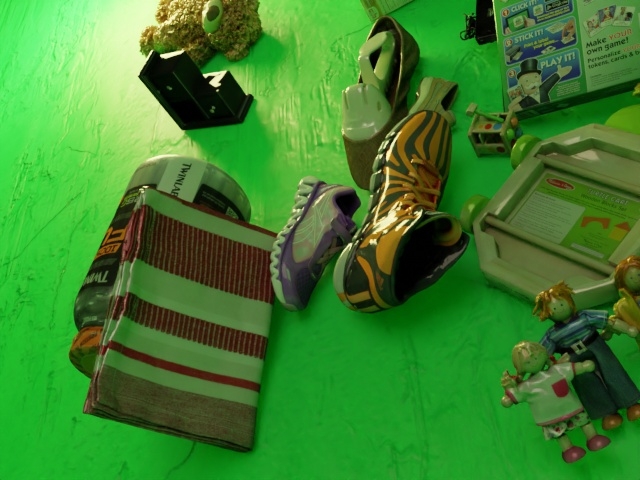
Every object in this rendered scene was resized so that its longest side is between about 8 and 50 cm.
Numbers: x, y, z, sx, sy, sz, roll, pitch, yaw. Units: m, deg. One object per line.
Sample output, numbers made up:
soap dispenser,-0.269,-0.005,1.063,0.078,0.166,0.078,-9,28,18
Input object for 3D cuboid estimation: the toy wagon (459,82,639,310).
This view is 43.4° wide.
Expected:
toy wagon,0.359,-0.062,1.049,0.344,0.068,0.267,-49,45,-13

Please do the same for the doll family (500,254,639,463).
doll family,0.315,0.110,0.871,0.262,0.163,0.118,-29,0,13

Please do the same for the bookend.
bookend,-0.239,-0.297,1.561,0.157,0.156,0.072,-1,54,31

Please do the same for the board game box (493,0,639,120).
board game box,0.402,-0.312,1.137,0.317,0.046,0.214,-11,77,39

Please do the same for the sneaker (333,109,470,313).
sneaker,0.143,-0.046,1.095,0.180,0.124,0.321,-12,54,62

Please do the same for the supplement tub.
supplement tub,-0.244,0.053,1.235,0.207,0.207,0.338,-6,51,29

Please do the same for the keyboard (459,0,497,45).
keyboard,0.291,-0.372,1.368,0.100,0.038,0.192,-8,35,19

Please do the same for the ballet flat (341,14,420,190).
ballet flat,0.093,-0.244,1.328,0.116,0.124,0.343,-4,53,30

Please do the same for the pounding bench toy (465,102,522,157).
pounding bench toy,0.257,-0.168,1.189,0.065,0.083,0.052,5,57,36

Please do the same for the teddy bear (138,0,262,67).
teddy bear,-0.281,-0.481,1.775,0.245,0.113,0.338,-48,44,-8

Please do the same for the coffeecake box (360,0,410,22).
coffeecake box,0.154,-0.527,1.565,0.185,0.068,0.142,-25,45,12

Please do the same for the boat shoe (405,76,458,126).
boat shoe,0.179,-0.191,1.276,0.072,0.068,0.190,5,57,21

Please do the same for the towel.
towel,-0.172,0.104,1.105,0.037,0.237,0.329,-29,47,52

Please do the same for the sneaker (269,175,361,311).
sneaker,0.000,0.000,1.213,0.104,0.095,0.237,1,54,24
